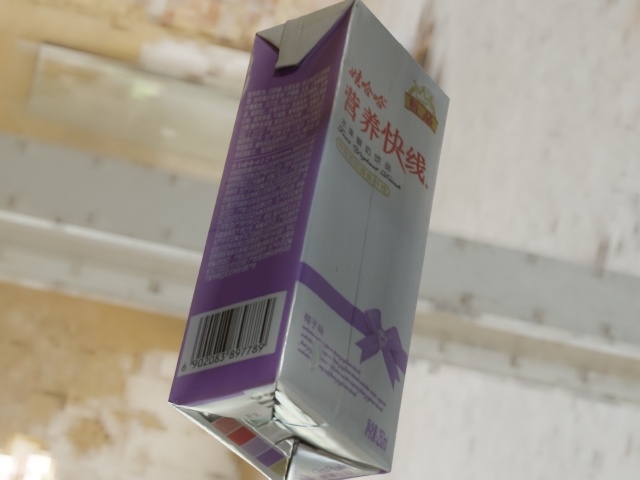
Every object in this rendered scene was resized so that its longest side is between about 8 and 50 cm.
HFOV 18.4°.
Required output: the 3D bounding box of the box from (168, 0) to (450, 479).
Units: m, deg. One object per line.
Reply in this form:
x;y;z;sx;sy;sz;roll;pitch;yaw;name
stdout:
0.000;0.000;0.492;0.036;0.050;0.117;-15;47;33;box
